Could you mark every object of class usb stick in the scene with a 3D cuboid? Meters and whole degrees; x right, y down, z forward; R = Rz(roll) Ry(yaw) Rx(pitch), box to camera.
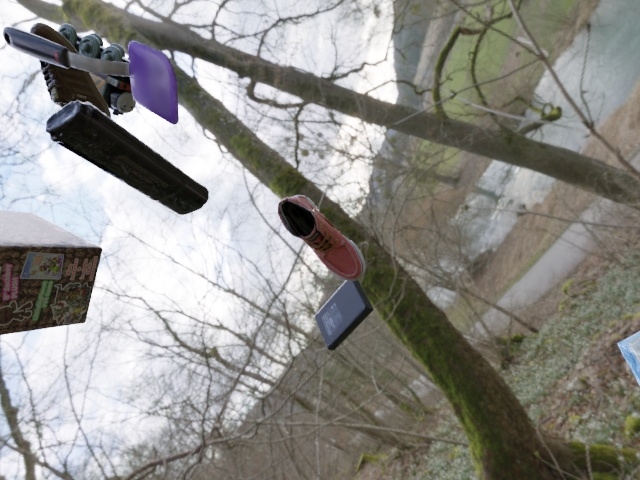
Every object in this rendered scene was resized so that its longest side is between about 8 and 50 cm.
[{"bbox_3d":[-0.269,-0.109,0.671,0.278,0.077,0.045,42,-152,-62],"label":"usb stick"}]

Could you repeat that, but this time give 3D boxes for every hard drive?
[{"bbox_3d":[0.046,0.152,0.941,0.135,0.022,0.094,-51,42,25],"label":"hard drive"}]

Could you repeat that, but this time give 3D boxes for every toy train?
[{"bbox_3d":[-0.674,-0.512,1.353,0.190,0.333,0.142,-65,-14,17],"label":"toy train"}]

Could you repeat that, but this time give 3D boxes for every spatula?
[{"bbox_3d":[-0.299,-0.230,0.575,0.030,0.296,0.084,-53,-20,-52],"label":"spatula"}]

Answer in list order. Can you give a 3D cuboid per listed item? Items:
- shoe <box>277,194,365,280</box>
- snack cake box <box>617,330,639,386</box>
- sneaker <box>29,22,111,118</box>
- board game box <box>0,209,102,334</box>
[{"bbox_3d":[0.000,0.000,0.722,0.063,0.178,0.081,-42,-4,14],"label":"shoe"},{"bbox_3d":[0.378,0.180,0.346,0.089,0.264,0.152,-46,14,30],"label":"snack cake box"},{"bbox_3d":[-0.443,-0.275,0.779,0.071,0.066,0.188,-61,-43,-40],"label":"sneaker"},{"bbox_3d":[-0.551,0.041,0.698,0.291,0.231,0.141,3,-75,-63],"label":"board game box"}]
